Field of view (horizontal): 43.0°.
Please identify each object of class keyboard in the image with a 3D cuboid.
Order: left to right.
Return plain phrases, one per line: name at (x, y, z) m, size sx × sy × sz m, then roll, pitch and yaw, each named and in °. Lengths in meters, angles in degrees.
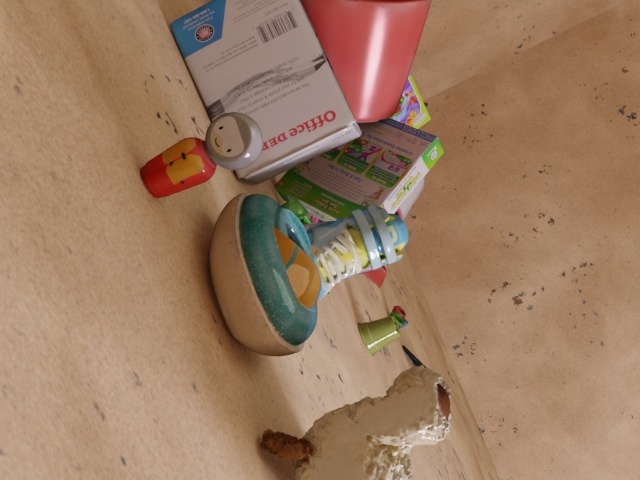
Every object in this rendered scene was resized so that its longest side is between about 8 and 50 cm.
keyboard at (0.288, 0.375, 2.415) m, size 0.100 × 0.038 × 0.192 m, roll 43°, pitch -1°, yaw 30°

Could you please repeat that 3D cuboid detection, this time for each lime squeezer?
lime squeezer at (-0.035, -0.008, 1.549) m, size 0.310 × 0.059 × 0.109 m, roll 52°, pitch 15°, yaw -54°

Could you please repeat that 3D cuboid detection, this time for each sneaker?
sneaker at (0.037, 0.020, 1.351) m, size 0.319 × 0.208 × 0.127 m, roll -61°, pitch 134°, yaw -70°

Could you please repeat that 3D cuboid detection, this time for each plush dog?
plush dog at (0.044, 0.290, 0.989) m, size 0.225 × 0.211 × 0.262 m, roll 76°, pitch 23°, yaw -62°

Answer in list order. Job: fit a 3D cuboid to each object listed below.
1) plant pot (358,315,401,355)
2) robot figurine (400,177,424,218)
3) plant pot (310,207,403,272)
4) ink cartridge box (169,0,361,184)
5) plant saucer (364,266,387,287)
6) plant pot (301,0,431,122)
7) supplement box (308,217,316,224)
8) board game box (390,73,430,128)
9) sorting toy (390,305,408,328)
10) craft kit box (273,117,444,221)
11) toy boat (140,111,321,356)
plant pot at (0.138, 0.209, 1.851) m, size 0.083 × 0.079 × 0.083 m, roll 61°, pitch 10°, yaw -19°
robot figurine at (0.137, -0.117, 2.094) m, size 0.353 × 0.200 × 0.299 m, roll -54°, pitch 137°, yaw -39°
plant pot at (0.074, -0.017, 1.808) m, size 0.180 × 0.201 × 0.201 m, roll 108°, pitch -42°, yaw -80°
ink cartridge box at (-0.092, -0.283, 1.434) m, size 0.307 × 0.223 × 0.129 m, roll 66°, pitch 7°, yaw 6°
plant saucer at (0.118, -0.007, 2.389) m, size 0.259 × 0.048 × 0.258 m, roll 69°, pitch 11°, yaw 21°
plant pot at (0.069, -0.379, 1.602) m, size 0.275 × 0.275 × 0.243 m, roll -97°, pitch -170°, yaw -61°
supplement box at (0.000, 0.000, 1.656) m, size 0.098 × 0.036 × 0.062 m, roll 34°, pitch -15°, yaw 44°
board game box at (0.105, -0.313, 2.169) m, size 0.078 × 0.347 × 0.233 m, roll 58°, pitch 4°, yaw 35°
sorting toy at (0.223, 0.233, 2.391) m, size 0.061 × 0.042 × 0.102 m, roll 49°, pitch 23°, yaw -3°
craft kit box at (0.073, -0.140, 1.612) m, size 0.250 × 0.246 × 0.061 m, roll 30°, pitch -19°, yaw 38°
toy boat at (-0.082, -0.008, 1.021) m, size 0.318 × 0.148 × 0.267 m, roll 59°, pitch 12°, yaw -33°
